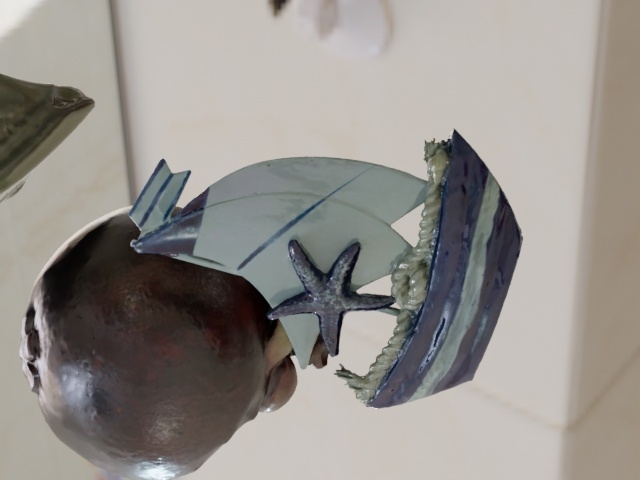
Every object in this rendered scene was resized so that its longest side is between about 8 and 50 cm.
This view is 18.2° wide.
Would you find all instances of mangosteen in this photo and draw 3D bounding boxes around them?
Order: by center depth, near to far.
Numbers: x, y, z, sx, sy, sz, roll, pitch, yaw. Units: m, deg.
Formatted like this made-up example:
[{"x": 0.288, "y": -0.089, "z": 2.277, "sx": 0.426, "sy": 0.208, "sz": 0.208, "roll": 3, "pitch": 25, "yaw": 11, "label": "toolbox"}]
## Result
[{"x": -0.114, "y": 0.083, "z": 1.646, "sx": 0.265, "sy": 0.228, "sz": 0.228, "roll": -2, "pitch": -140, "yaw": -17, "label": "mangosteen"}]

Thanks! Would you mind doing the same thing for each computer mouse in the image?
[{"x": -0.376, "y": -0.041, "z": 1.675, "sx": 0.429, "sy": 0.145, "sz": 0.228, "roll": -20, "pitch": -178, "yaw": -42, "label": "computer mouse"}]

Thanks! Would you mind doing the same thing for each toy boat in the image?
[{"x": 0.008, "y": 0.029, "z": 1.497, "sx": 0.292, "sy": 0.210, "sz": 0.070, "roll": -7, "pitch": -167, "yaw": 4, "label": "toy boat"}]
